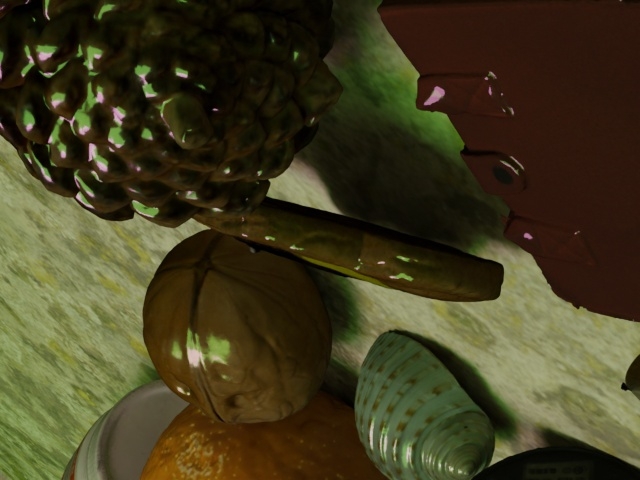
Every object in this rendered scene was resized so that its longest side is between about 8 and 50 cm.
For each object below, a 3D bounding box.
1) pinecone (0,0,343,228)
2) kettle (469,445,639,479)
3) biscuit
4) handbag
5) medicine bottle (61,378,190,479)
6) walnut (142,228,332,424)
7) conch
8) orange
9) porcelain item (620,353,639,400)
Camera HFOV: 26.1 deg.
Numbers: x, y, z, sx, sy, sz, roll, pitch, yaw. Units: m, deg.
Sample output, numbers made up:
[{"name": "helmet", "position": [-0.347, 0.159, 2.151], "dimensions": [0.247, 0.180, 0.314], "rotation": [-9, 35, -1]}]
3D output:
[{"name": "pinecone", "position": [-0.124, -0.132, 0.892], "dimensions": [0.257, 0.243, 0.243], "rotation": [29, 152, 33]}, {"name": "kettle", "position": [0.254, 0.332, 1.193], "dimensions": [0.203, 0.262, 0.308], "rotation": [-112, -3, -45]}, {"name": "biscuit", "position": [0.000, 0.000, 1.010], "dimensions": [0.290, 0.041, 0.208], "rotation": [17, -177, 42]}, {"name": "handbag", "position": [0.188, -0.051, 0.751], "dimensions": [0.275, 0.084, 0.260], "rotation": [9, 142, 51]}, {"name": "medicine bottle", "position": [-0.216, 0.308, 1.765], "dimensions": [0.211, 0.211, 0.371], "rotation": [42, 156, 1]}, {"name": "walnut", "position": [-0.075, 0.081, 1.252], "dimensions": [0.167, 0.167, 0.207], "rotation": [27, 153, 30]}, {"name": "conch", "position": [0.082, 0.156, 1.219], "dimensions": [0.153, 0.102, 0.135], "rotation": [24, 135, 36]}, {"name": "orange", "position": [-0.042, 0.314, 1.416], "dimensions": [0.341, 0.293, 0.340], "rotation": [32, 154, 18]}, {"name": "porcelain item", "position": [0.297, 0.159, 0.954], "dimensions": [0.213, 0.054, 0.084], "rotation": [49, 156, -16]}]
